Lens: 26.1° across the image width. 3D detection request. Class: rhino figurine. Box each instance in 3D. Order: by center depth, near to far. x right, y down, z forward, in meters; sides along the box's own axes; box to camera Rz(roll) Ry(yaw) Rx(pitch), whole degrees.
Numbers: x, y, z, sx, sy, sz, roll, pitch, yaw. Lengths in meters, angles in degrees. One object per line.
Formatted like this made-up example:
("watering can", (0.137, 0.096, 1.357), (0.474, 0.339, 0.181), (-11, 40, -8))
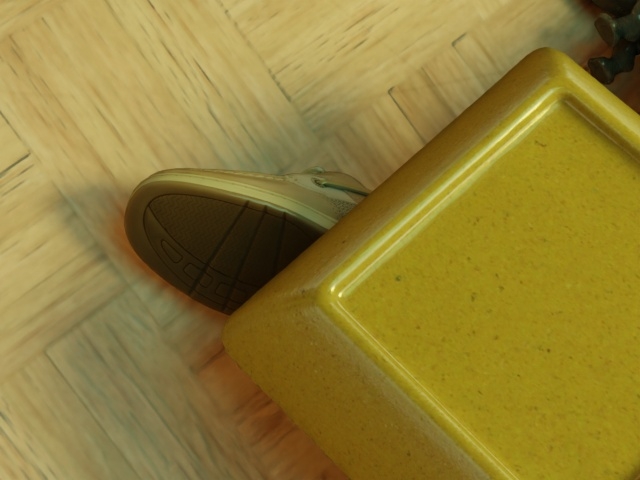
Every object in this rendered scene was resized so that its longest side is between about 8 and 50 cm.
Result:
("rhino figurine", (0.237, -0.266, 1.214), (0.106, 0.073, 0.243), (-28, 89, -23))

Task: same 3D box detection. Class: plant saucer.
("plant saucer", (0.155, 0.051, 0.891), (0.332, 0.081, 0.333), (-42, 70, -14))

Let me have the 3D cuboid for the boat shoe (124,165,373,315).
("boat shoe", (0.000, 0.000, 1.038), (0.302, 0.109, 0.098), (14, 36, -16))
